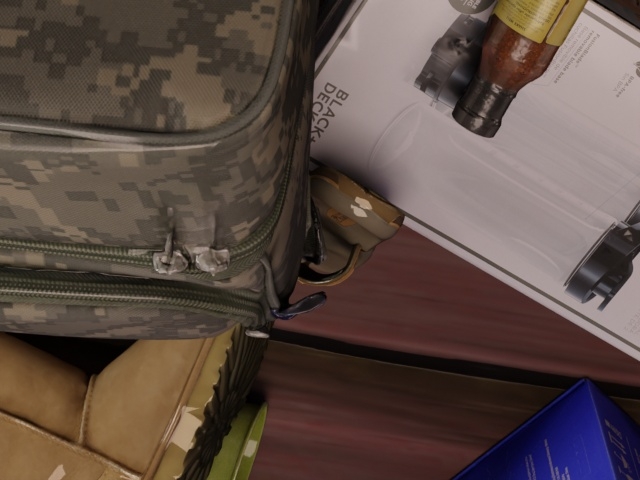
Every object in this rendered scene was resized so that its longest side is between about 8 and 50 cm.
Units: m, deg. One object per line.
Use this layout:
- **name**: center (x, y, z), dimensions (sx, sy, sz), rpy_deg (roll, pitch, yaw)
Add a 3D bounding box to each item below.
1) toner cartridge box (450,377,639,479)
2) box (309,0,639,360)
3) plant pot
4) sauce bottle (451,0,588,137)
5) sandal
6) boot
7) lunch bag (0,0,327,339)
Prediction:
- **toner cartridge box**: center (0.141, 0.238, 0.918), dimensions (0.075, 0.348, 0.165), rpy_deg (41, 111, -19)
- **box**: center (0.132, -0.064, 0.911), dimensions (0.290, 0.087, 0.169), rpy_deg (29, 113, -13)
- **plant pot**: center (-0.084, 0.131, 1.023), dimensions (0.079, 0.083, 0.083), rpy_deg (17, 116, 5)
- **sauce bottle**: center (0.107, -0.112, 0.815), dimensions (0.042, 0.042, 0.128), rpy_deg (25, 113, -12)
- **sandal**: center (0.000, 0.000, 0.907), dimensions (0.072, 0.180, 0.049), rpy_deg (28, 79, -6)
- **boot**: center (-0.184, 0.067, 0.965), dimensions (0.269, 0.089, 0.236), rpy_deg (21, 72, 11)
- **lunch bag**: center (-0.143, -0.063, 0.706), dimensions (0.305, 0.212, 0.256), rpy_deg (4, 152, 0)
